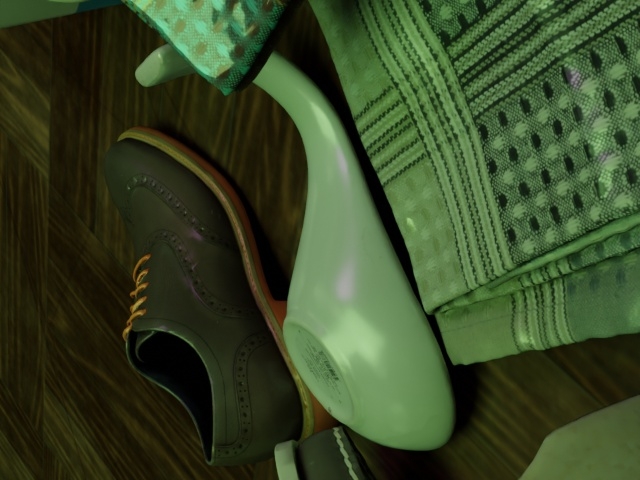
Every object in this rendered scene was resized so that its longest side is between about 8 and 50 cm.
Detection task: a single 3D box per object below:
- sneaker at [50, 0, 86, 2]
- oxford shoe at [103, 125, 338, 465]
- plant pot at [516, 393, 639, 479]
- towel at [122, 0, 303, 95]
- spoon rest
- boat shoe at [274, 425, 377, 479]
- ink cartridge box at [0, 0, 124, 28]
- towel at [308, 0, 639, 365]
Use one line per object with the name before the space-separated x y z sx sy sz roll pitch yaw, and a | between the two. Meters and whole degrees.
sneaker | -0.127 -0.312 0.664 0.131 0.148 0.350 16 122 28
oxford shoe | -0.093 0.029 0.837 0.271 0.098 0.097 54 146 29
plant pot | 0.157 0.228 0.421 0.305 0.334 0.334 61 148 35
towel | -0.114 -0.273 0.550 0.370 0.040 0.271 44 131 8
spoon rest | 0.000 0.000 0.721 0.276 0.084 0.137 60 159 -7
boat shoe | 0.082 0.237 0.697 0.324 0.096 0.116 60 -174 23
ink cartridge box | -0.212 -0.261 0.801 0.168 0.171 0.233 15 118 52
towel | 0.086 -0.107 0.552 0.312 0.056 0.324 -27 84 57
